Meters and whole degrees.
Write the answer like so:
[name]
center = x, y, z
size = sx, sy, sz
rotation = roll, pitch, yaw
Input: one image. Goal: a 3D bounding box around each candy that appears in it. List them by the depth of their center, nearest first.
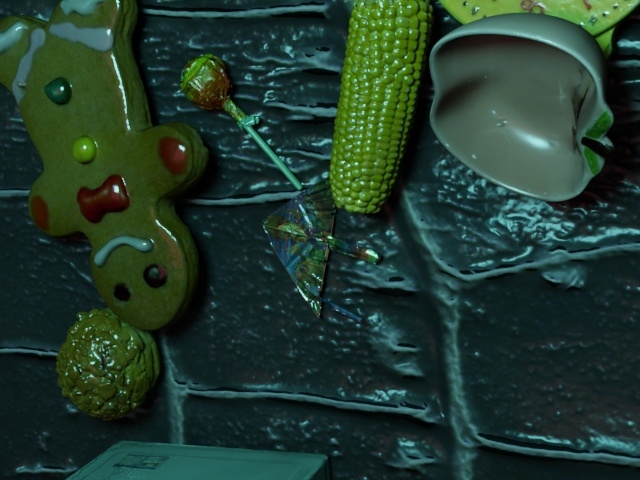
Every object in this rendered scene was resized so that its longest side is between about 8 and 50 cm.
[candy]
center = -0.089, -0.134, 1.385
size = 0.201, 0.060, 0.060
rotation = 48, 115, -1

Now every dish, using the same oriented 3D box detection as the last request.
[dish]
center = 0.216, -0.149, 1.191
size = 0.213, 0.090, 0.213
rotation = 22, 141, 19

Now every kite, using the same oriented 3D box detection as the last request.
[kite]
center = 0.000, 0.000, 1.389
size = 0.160, 0.010, 0.182
rotation = 16, 104, 24

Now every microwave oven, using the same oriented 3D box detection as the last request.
[microwave oven]
center = -0.154, 0.365, 1.411
size = 0.295, 0.237, 0.181
rotation = 0, 102, 19

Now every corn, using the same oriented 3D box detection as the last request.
[corn]
center = 0.063, -0.157, 1.284
size = 0.091, 0.091, 0.260
rotation = 29, 116, 43

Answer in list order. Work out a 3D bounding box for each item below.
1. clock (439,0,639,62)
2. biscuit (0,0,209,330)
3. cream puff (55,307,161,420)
[clock]
center = 0.225, -0.330, 1.185
size = 0.293, 0.071, 0.277
rotation = 33, 112, 15
[biscuit]
center = -0.267, -0.094, 1.430
size = 0.283, 0.064, 0.432
rotation = -18, 90, 33
[cream puff]
center = -0.272, 0.159, 1.490
size = 0.126, 0.103, 0.143
rotation = 13, 108, 19
